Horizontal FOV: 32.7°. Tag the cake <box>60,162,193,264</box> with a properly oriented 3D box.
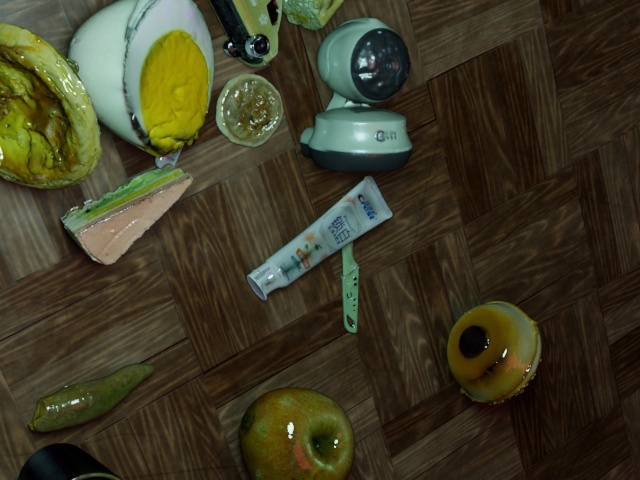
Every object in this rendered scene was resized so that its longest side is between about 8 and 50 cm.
[{"bbox_3d":[-0.321,-0.046,1.877,0.225,0.109,0.090,-31,118,-15],"label":"cake"}]

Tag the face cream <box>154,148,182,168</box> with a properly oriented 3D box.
[{"bbox_3d":[-0.273,-0.149,1.946,0.040,0.021,0.083,25,88,-34],"label":"face cream"}]

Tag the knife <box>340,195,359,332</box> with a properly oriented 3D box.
[{"bbox_3d":[0.060,0.051,2.211,0.043,0.020,0.293,-11,108,-32],"label":"knife"}]

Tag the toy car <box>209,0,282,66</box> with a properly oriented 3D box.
[{"bbox_3d":[-0.138,-0.436,1.914,0.124,0.101,0.256,-39,118,-23],"label":"toy car"}]

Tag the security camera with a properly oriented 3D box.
[{"bbox_3d":[0.078,-0.276,2.040,0.197,0.191,0.277,-7,104,-30],"label":"security camera"}]

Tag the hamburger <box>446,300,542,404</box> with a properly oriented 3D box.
[{"bbox_3d":[0.373,0.239,2.331,0.147,0.237,0.237,24,88,-37],"label":"hamburger"}]

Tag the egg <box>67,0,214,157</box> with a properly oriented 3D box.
[{"bbox_3d":[-0.302,-0.282,1.815,0.286,0.174,0.264,32,69,-60],"label":"egg"}]

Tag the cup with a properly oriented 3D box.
[{"bbox_3d":[-0.464,0.453,1.880,0.239,0.177,0.166,-11,109,-30],"label":"cup"}]

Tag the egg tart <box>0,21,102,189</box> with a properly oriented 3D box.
[{"bbox_3d":[-0.452,-0.213,1.704,0.290,0.290,0.115,65,35,-26],"label":"egg tart"}]

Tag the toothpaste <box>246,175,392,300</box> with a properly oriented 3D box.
[{"bbox_3d":[0.000,0.000,2.129,0.323,0.066,0.100,-37,108,-19],"label":"toothpaste"}]

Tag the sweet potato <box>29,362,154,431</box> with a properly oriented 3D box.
[{"bbox_3d":[-0.399,0.277,1.941,0.244,0.077,0.077,-20,112,-26],"label":"sweet potato"}]

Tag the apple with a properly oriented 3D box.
[{"bbox_3d":[-0.052,0.402,2.135,0.237,0.207,0.237,6,80,-39],"label":"apple"}]

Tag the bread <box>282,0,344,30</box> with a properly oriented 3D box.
[{"bbox_3d":[0.024,-0.520,1.970,0.130,0.152,0.267,36,80,-11],"label":"bread"}]

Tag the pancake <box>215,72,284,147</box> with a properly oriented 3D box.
[{"bbox_3d":[-0.131,-0.238,2.014,0.139,0.022,0.139,-8,107,-30],"label":"pancake"}]
